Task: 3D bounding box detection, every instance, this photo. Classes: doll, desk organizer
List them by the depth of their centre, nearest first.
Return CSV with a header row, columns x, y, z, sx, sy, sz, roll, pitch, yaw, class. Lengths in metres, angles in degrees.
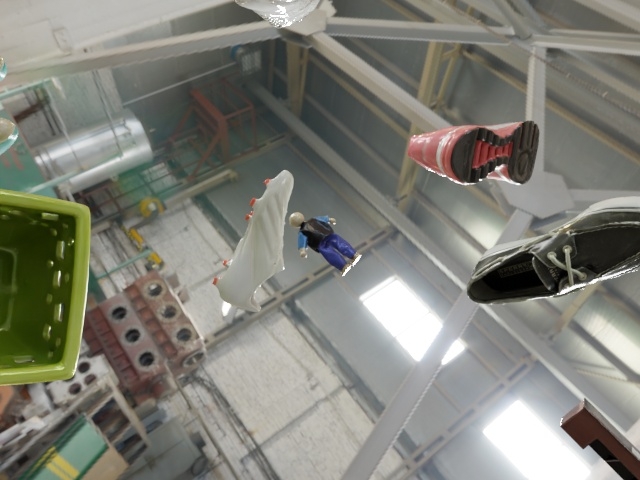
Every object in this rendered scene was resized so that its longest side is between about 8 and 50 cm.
x,y,z,sx,sy,sz,roll,pitch,yaw,class
0.431,0.309,0.797,0.130,0.047,0.050,47,-69,19,desk organizer
0.000,0.000,1.238,0.189,0.129,0.046,41,-25,11,doll

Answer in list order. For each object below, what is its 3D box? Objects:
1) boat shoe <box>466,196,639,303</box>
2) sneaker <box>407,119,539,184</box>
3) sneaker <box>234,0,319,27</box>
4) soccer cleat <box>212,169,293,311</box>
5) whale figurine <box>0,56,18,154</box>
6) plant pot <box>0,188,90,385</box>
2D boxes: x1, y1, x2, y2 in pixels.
x,y,z,sx,sy,sz,roll,pitch,yaw,class
0.253,0.024,0.552,0.219,0.070,0.078,-29,-84,47,boat shoe
0.282,-0.169,0.954,0.136,0.313,0.116,22,-70,45,sneaker
-0.072,-0.393,0.868,0.090,0.235,0.095,49,-52,4,sneaker
-0.073,0.002,0.714,0.076,0.196,0.068,27,6,3,soccer cleat
-0.524,-0.174,0.762,0.272,0.216,0.141,36,-12,22,whale figurine
-0.447,0.060,0.676,0.207,0.227,0.228,-8,-103,49,plant pot
